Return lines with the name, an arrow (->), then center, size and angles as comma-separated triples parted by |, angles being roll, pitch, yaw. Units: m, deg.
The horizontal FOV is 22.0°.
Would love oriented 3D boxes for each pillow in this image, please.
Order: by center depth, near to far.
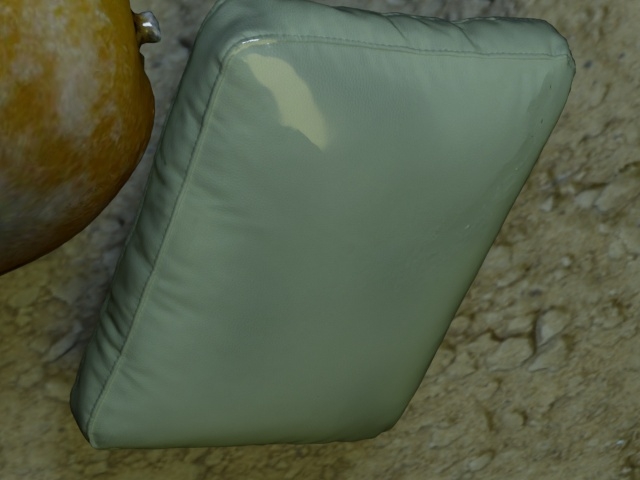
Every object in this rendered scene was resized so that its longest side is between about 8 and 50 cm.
pillow -> 0.000, 0.000, 1.008 | 0.255, 0.120, 0.322 | 2, 129, -32

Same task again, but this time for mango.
mango -> -0.259, -0.060, 0.732 | 0.384, 0.199, 0.221 | -14, 137, -17
